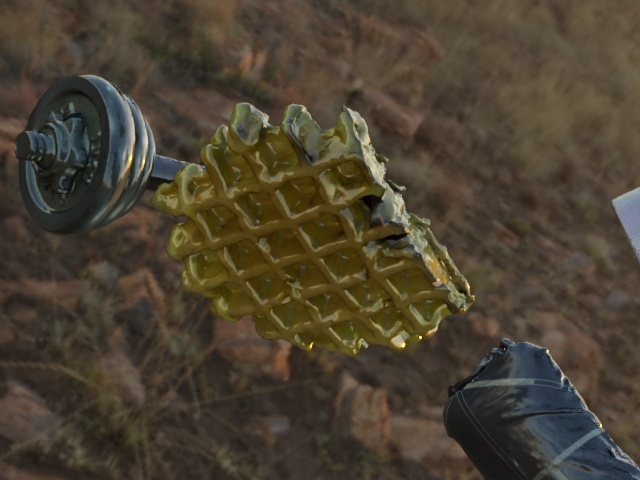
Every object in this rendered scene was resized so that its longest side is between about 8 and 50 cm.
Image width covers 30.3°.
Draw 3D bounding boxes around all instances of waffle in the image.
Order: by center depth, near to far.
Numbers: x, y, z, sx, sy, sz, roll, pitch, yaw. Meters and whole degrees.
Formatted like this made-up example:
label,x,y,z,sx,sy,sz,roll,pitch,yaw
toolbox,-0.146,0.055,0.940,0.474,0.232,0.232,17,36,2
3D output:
label,x,y,z,sx,sy,sz,roll,pitch,yaw
waffle,0.000,0.001,1.052,0.309,0.283,0.065,15,43,-8

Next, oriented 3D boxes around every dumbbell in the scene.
label,x,y,z,sx,sy,sz,roll,pitch,yaw
dumbbell,-0.167,-0.072,1.352,0.406,0.179,0.179,10,33,-47

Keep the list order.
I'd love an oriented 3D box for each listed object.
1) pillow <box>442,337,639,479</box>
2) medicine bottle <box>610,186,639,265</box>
label,x,y,z,sx,sy,sz,roll,pitch,yaw
pillow,0.270,0.261,1.272,0.335,0.161,0.092,52,27,22
medicine bottle,0.466,-0.039,1.370,0.139,0.225,0.139,59,13,-23
